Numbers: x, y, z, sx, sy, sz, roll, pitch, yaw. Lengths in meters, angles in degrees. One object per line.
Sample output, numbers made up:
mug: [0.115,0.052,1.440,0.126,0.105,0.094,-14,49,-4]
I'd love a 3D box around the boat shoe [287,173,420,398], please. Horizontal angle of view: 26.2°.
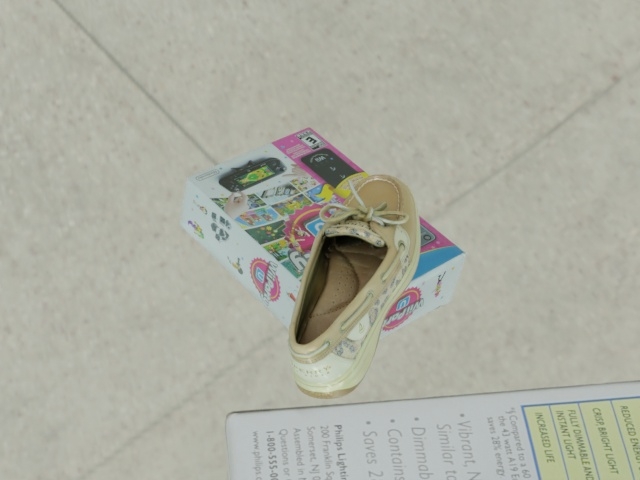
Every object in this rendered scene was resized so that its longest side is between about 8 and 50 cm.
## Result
boat shoe: [0.037,0.029,1.456,0.104,0.285,0.089,2,142,20]

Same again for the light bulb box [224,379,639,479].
light bulb box: [0.132,0.297,0.863,0.361,0.358,0.225,-4,142,-5]

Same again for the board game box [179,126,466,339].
board game box: [0.000,0.000,1.775,0.224,0.303,0.097,-26,145,-36]
